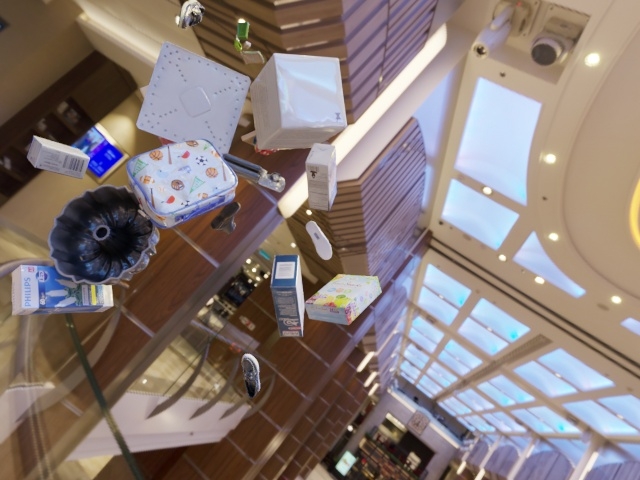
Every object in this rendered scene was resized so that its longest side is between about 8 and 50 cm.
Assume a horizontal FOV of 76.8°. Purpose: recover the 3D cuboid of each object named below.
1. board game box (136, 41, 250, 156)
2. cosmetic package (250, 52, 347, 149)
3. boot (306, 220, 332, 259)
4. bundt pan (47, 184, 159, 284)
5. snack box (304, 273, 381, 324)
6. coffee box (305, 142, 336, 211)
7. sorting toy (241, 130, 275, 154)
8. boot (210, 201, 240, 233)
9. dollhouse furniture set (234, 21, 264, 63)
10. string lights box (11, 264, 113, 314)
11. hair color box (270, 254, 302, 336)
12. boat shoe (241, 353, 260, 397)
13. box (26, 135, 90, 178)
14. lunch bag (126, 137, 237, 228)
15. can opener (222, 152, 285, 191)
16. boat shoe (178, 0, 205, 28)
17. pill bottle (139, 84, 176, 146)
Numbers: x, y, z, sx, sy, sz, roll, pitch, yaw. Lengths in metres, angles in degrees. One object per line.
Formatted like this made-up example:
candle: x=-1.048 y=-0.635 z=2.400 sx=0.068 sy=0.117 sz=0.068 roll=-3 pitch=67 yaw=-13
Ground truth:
board game box: x=-0.552 y=-0.607 z=1.784 sx=0.390 sy=0.390 sz=0.050 roll=18 pitch=-1 yaw=-19
cosmetic package: x=-0.118 y=-0.645 z=1.943 sx=0.393 sy=0.329 sz=0.327 roll=-4 pitch=-87 yaw=65
boot: x=0.000 y=0.000 z=1.820 sx=0.190 sy=0.069 sz=0.086 roll=64 pitch=7 yaw=7
bundt pan: x=-0.668 y=-0.005 z=1.286 sx=0.331 sy=0.331 sz=0.124 roll=38 pitch=-15 yaw=13
snack box: x=0.077 y=0.192 z=1.359 sx=0.174 sy=0.207 sz=0.070 roll=-1 pitch=-68 yaw=41
coffee box: x=0.006 y=-0.261 z=1.691 sx=0.098 sy=0.141 sz=0.246 roll=10 pitch=-41 yaw=12
sorting toy: x=-0.280 y=-0.579 z=2.323 sx=0.255 sy=0.257 sz=0.089 roll=-12 pitch=83 yaw=-75
boot: x=-0.483 y=-0.120 z=2.190 sx=0.137 sy=0.198 sz=0.077 roll=30 pitch=27 yaw=-58
dollhouse furniture set: x=-0.257 y=-0.701 z=1.442 sx=0.076 sy=0.059 sz=0.152 roll=1 pitch=-13 yaw=12
string lights box: x=-0.802 y=0.156 z=1.265 sx=0.259 sy=0.076 sz=0.133 roll=10 pitch=61 yaw=-55
hair color box: x=-0.132 y=0.239 z=1.692 sx=0.105 sy=0.174 sz=0.347 roll=-1 pitch=-46 yaw=3
boat shoe: x=-0.210 y=0.410 z=1.217 sx=0.040 sy=0.049 sz=0.142 roll=-69 pitch=153 yaw=-67
box: x=-0.784 y=-0.247 z=1.205 sx=0.126 sy=0.072 sz=0.137 roll=14 pitch=11 yaw=-47
lunch bag: x=-0.423 y=-0.173 z=1.242 sx=0.243 sy=0.303 sz=0.115 roll=54 pitch=-31 yaw=9
can opener: x=-0.284 y=-0.269 z=1.688 sx=0.283 sy=0.076 sz=0.095 roll=20 pitch=-28 yaw=-17
boat shoe: x=-0.509 y=-0.900 z=1.606 sx=0.073 sy=0.223 sz=0.080 roll=18 pitch=-46 yaw=-18
pill bottle: x=-0.771 y=-0.631 z=2.126 sx=0.224 sy=0.224 sz=0.392 roll=22 pitch=-45 yaw=53
